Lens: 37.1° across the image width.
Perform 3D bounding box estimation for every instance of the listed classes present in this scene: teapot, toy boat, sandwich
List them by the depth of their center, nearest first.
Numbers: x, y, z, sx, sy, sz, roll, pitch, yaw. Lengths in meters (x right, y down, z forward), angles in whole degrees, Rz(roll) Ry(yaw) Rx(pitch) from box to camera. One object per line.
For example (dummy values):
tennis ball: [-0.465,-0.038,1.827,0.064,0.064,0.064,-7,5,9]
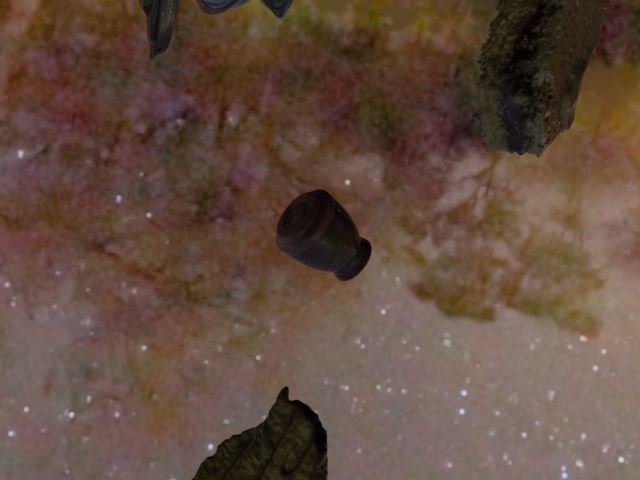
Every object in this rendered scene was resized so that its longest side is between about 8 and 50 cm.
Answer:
toy boat: [-0.207,-0.300,1.231,0.060,0.141,0.055,2,-153,-21]
teapot: [0.000,0.006,1.488,0.146,0.148,0.116,38,-140,-28]
sandwich: [0.377,-0.303,1.643,0.131,0.325,0.262,20,-174,27]

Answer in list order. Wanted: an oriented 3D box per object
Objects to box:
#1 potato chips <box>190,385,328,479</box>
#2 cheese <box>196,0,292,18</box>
potato chips: [-0.070,0.188,0.605,0.092,0.207,0.028,46,-177,41]
cheese: [-0.076,-0.293,0.980,0.052,0.135,0.245,16,-173,-35]
